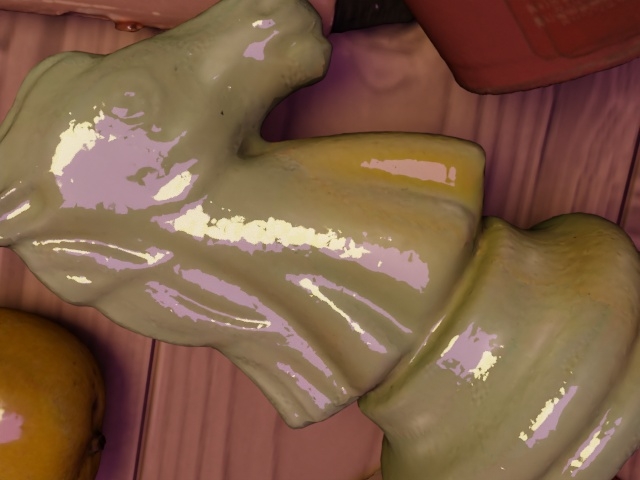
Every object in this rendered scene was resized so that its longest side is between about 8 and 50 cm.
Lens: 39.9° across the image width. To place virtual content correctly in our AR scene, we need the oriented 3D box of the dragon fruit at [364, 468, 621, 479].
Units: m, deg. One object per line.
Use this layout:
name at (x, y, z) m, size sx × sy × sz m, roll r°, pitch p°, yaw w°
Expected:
dragon fruit at (0.076, 0.210, 0.482) m, size 0.262 × 0.163 × 0.189 m, roll -30°, pitch 72°, yaw 6°

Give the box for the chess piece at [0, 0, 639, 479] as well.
chess piece at (0.000, 0.000, 0.411) m, size 0.298 × 0.176 × 0.175 m, roll 33°, pitch 100°, yaw -9°

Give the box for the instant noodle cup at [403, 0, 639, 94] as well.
instant noodle cup at (0.097, -0.181, 0.361) m, size 0.235 × 0.235 × 0.178 m, roll -28°, pitch 109°, yaw 6°

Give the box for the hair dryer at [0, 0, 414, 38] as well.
hair dryer at (-0.120, -0.120, 0.436) m, size 0.344 × 0.107 × 0.189 m, roll 5°, pitch 102°, yaw -7°

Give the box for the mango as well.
mango at (-0.205, 0.114, 0.479) m, size 0.195 × 0.098 × 0.137 m, roll -26°, pitch 103°, yaw 13°
